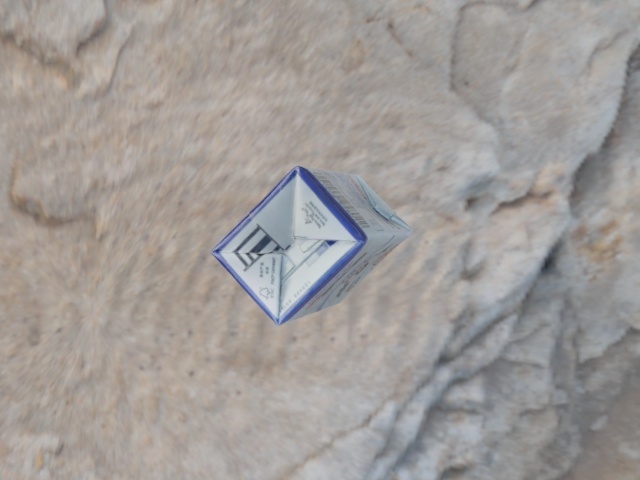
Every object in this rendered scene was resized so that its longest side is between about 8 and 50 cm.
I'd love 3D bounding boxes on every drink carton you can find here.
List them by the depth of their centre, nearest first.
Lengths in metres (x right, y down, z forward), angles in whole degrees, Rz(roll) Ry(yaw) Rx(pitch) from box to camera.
[{"bbox_3d":[0.000,0.000,1.447,0.130,0.315,0.106,-43,83,10],"label":"drink carton"}]
